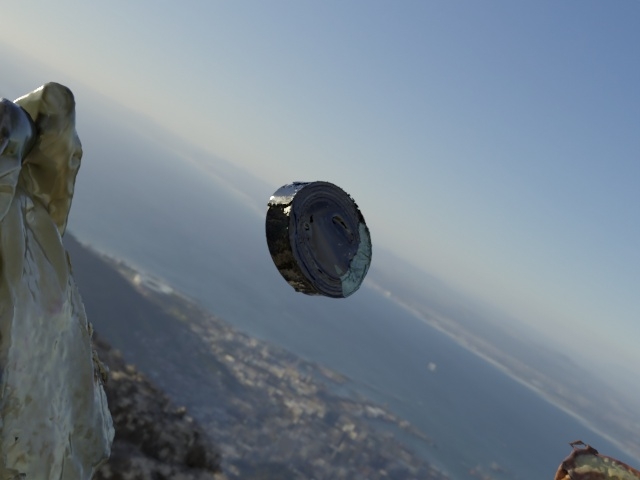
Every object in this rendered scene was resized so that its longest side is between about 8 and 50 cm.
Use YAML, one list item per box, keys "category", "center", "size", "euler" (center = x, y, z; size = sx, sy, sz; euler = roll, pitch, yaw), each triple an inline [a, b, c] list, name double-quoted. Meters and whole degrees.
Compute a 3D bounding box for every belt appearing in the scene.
- category: "belt"
  center: [0.000, 0.000, 1.467]
  size: [0.078, 0.151, 0.198]
  euler: [3, -55, 53]

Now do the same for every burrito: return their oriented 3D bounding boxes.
- category: "burrito"
  center: [-0.249, 0.051, 0.727]
  size: [0.135, 0.331, 0.190]
  euler: [4, 20, 14]

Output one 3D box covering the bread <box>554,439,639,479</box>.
- category: "bread"
  center: [0.357, 0.356, 1.111]
  size: [0.190, 0.123, 0.244]
  euler: [-12, 46, -27]
